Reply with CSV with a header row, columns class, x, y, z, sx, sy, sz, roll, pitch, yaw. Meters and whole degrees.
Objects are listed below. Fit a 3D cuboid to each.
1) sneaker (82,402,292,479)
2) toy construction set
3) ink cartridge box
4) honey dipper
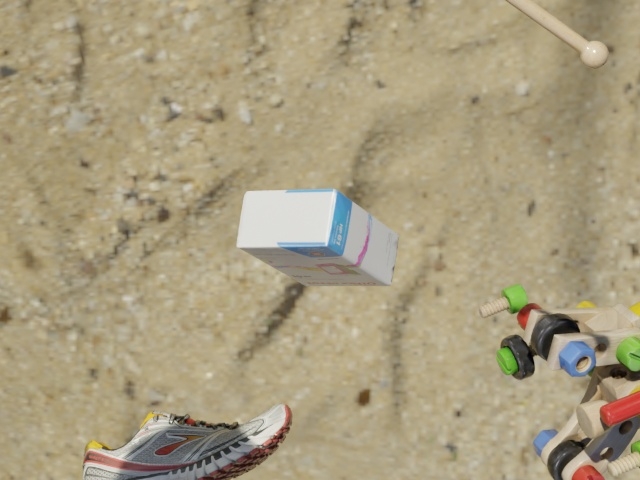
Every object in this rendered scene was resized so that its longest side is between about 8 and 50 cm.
class,x,y,z,sx,sy,sz,roll,pitch,yaw
sneaker,-0.136,0.206,1.335,0.088,0.225,0.092,70,1,-75
toy construction set,0.379,0.161,1.578,0.237,0.309,0.257,-20,97,-12
ink cartridge box,0.000,0.000,1.124,0.122,0.089,0.052,30,63,-56
honey dipper,0.118,-0.158,0.840,0.161,0.030,0.030,31,65,-12
